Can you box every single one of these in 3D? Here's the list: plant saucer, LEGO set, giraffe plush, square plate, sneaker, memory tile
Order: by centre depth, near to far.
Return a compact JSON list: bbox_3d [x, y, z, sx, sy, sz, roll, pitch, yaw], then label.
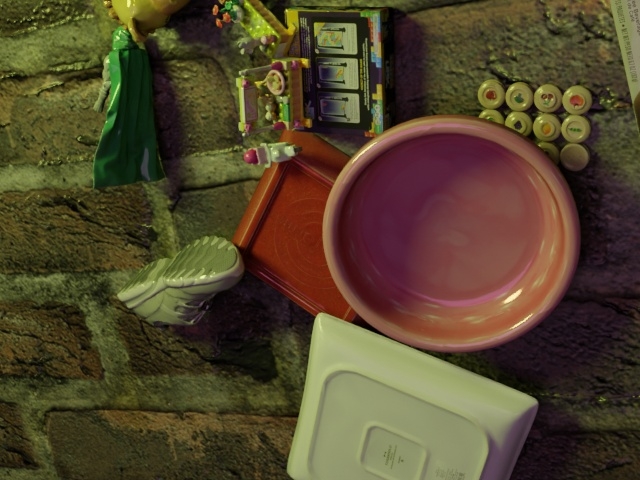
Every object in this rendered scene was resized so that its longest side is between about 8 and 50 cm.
[{"bbox_3d":[0.274,-0.147,1.295,0.148,0.012,0.113,7,114,23],"label":"memory tile"},{"bbox_3d":[0.171,-0.013,1.325,0.332,0.084,0.332,4,116,9],"label":"plant saucer"},{"bbox_3d":[-0.100,-0.238,1.342,0.132,0.107,0.287,-12,97,51],"label":"LEGO set"},{"bbox_3d":[-0.250,-0.365,1.379,0.210,0.181,0.170,-7,115,37],"label":"giraffe plush"},{"bbox_3d":[0.000,0.000,1.469,0.258,0.048,0.259,34,122,10],"label":"plant saucer"},{"bbox_3d":[0.117,0.309,1.514,0.344,0.049,0.347,21,126,15],"label":"square plate"},{"bbox_3d":[-0.196,0.074,1.564,0.281,0.105,0.115,-17,119,49],"label":"sneaker"}]

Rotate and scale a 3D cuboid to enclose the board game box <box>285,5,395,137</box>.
[{"bbox_3d":[0.028,-0.229,1.360,0.141,0.048,0.170,8,114,25],"label":"board game box"}]

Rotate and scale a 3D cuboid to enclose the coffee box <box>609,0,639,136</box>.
[{"bbox_3d":[0.434,-0.212,1.128,0.168,0.119,0.297,-8,107,29],"label":"coffee box"}]

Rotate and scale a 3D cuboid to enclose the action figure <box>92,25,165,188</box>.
[{"bbox_3d":[-0.290,-0.201,1.498,0.063,0.137,0.232,14,108,34],"label":"action figure"}]
